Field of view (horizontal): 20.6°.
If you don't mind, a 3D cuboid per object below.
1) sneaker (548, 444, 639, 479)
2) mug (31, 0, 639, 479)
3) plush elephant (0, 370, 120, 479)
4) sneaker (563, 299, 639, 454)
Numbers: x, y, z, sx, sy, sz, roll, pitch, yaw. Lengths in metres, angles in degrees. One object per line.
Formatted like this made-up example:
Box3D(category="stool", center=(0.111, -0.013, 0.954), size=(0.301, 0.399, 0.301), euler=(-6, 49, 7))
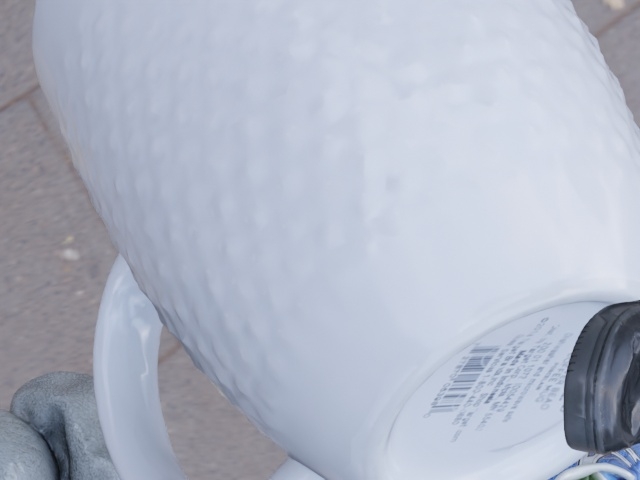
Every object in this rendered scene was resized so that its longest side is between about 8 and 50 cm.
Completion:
Box3D(category="sneaker", center=(0.170, 0.162, 1.074), size=(0.211, 0.081, 0.080), euler=(-10, 94, -44))
Box3D(category="mug", center=(0.000, 0.000, 0.948), size=(0.276, 0.374, 0.328), euler=(15, 34, -44))
Box3D(category="plush elephant", center=(-0.233, 0.228, 1.159), size=(0.271, 0.330, 0.255), euler=(-3, 64, -32))
Box3D(category="sneaker", center=(0.164, 0.045, 0.681), size=(0.170, 0.089, 0.051), euler=(-22, 114, -57))
